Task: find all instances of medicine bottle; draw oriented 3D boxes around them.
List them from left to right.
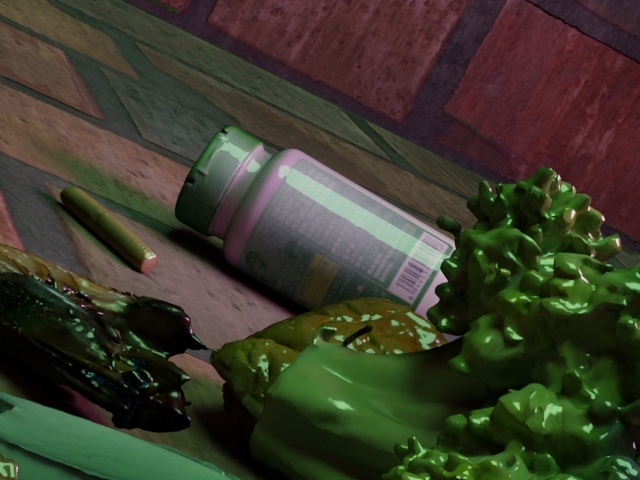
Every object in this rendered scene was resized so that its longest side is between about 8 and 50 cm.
[{"bbox_3d":[0.000,0.000,1.769,0.274,0.133,0.133,32,11,5],"label":"medicine bottle"}]

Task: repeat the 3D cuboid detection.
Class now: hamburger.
[{"bbox_3d":[0.027,0.115,1.349,0.183,0.130,0.206,31,13,22],"label":"hamburger"}]

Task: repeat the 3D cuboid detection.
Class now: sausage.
[{"bbox_3d":[-0.189,-0.013,1.634,0.132,0.024,0.024,38,14,35],"label":"sausage"}]

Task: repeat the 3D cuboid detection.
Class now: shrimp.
[{"bbox_3d":[-0.149,0.068,1.284,0.222,0.054,0.290,18,9,-46],"label":"shrimp"}]

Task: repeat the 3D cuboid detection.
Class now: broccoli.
[{"bbox_3d":[0.100,0.151,1.120,0.281,0.348,0.293,25,-35,21],"label":"broccoli"}]

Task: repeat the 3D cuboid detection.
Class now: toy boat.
[{"bbox_3d":[-0.122,0.148,1.008,0.208,0.078,0.134,20,2,7],"label":"toy boat"}]

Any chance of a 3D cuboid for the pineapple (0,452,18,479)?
[{"bbox_3d":[-0.111,0.180,0.643,0.340,0.169,0.169,40,15,31],"label":"pineapple"}]
